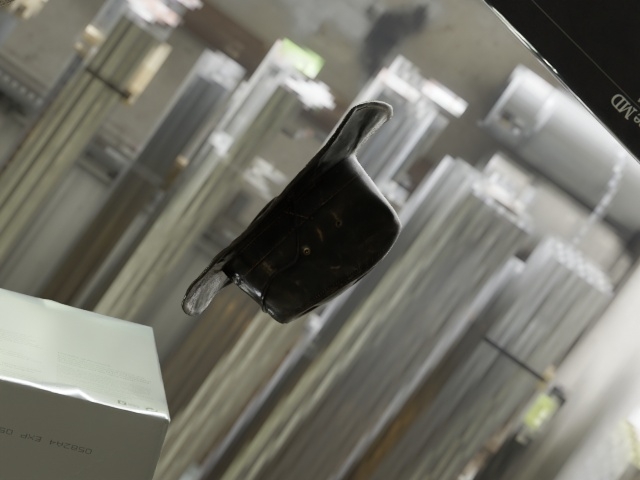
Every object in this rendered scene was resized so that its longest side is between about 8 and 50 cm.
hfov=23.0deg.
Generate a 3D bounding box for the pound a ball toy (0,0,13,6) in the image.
[{"bbox_3d":[-0.363,-0.282,1.513,0.135,0.208,0.319,-24,30,-16],"label":"pound a ball toy"}]

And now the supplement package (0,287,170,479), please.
[{"bbox_3d":[-0.254,0.175,1.329,0.263,0.199,0.198,-124,50,-74],"label":"supplement package"}]

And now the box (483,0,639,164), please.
[{"bbox_3d":[0.357,-0.236,1.470,0.312,0.343,0.179,-43,-30,9],"label":"box"}]

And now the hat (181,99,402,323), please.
[{"bbox_3d":[0.000,0.000,1.775,0.331,0.134,0.331,-46,-6,-7],"label":"hat"}]
